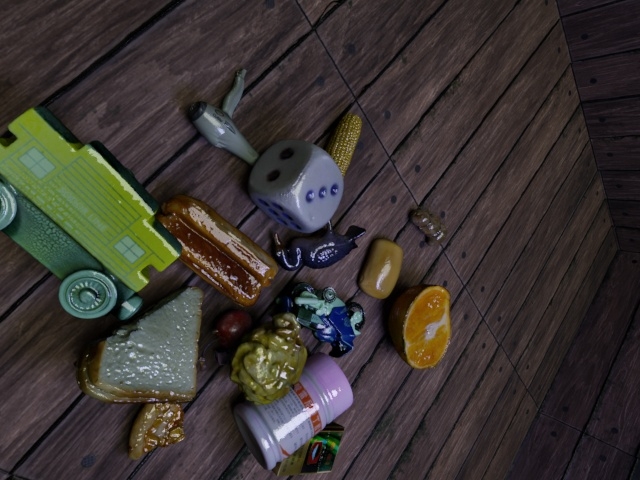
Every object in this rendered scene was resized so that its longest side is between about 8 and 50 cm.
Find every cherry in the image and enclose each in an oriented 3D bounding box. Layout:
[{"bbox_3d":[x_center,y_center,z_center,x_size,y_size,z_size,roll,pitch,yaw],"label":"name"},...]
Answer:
[{"bbox_3d":[-0.260,0.265,1.088,0.225,0.090,0.107,-48,169,-48],"label":"cherry"}]

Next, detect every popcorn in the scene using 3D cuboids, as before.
[{"bbox_3d":[-0.124,0.315,1.078,0.233,0.192,0.266,-17,137,-57],"label":"popcorn"}]

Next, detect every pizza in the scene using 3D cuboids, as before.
[{"bbox_3d":[-0.413,0.489,1.058,0.161,0.062,0.182,46,69,-38],"label":"pizza"}]

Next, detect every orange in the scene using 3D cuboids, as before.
[{"bbox_3d":[0.374,0.307,1.496,0.274,0.274,0.310,-33,150,-28],"label":"orange"}]

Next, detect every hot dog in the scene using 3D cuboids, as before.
[{"bbox_3d":[-0.268,0.027,1.043,0.349,0.117,0.158,41,82,-23],"label":"hot dog"}]

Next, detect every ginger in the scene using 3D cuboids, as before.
[{"bbox_3d":[0.420,-0.055,1.570,0.204,0.080,0.104,40,80,-36],"label":"ginger"}]

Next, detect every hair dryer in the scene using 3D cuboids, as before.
[{"bbox_3d":[-0.216,-0.305,1.076,0.225,0.088,0.219,-56,133,-34],"label":"hair dryer"}]

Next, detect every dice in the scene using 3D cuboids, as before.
[{"bbox_3d":[-0.065,-0.147,1.103,0.192,0.194,0.193,-58,143,-16],"label":"dice"}]

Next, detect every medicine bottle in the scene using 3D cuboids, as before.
[{"bbox_3d":[-0.079,0.499,1.218,0.315,0.202,0.202,-27,113,-30],"label":"medicine bottle"}]

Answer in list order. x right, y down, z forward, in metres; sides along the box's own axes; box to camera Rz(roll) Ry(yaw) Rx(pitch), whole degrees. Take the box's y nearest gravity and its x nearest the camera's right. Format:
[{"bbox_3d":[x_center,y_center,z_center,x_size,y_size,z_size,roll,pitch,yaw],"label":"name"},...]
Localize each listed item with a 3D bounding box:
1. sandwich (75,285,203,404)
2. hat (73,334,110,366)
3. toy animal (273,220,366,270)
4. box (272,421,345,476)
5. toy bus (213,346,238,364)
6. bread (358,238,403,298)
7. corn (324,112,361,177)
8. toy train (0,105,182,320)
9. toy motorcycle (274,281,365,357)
[{"bbox_3d":[-0.389,0.218,0.914,0.254,0.099,0.289,28,47,-40],"label":"sandwich"},{"bbox_3d":[-0.447,0.263,0.984,0.140,0.129,0.227,45,49,-5],"label":"hat"},{"bbox_3d":[0.000,0.000,1.244,0.298,0.122,0.186,0,93,-29],"label":"toy animal"},{"bbox_3d":[-0.042,0.690,1.359,0.240,0.071,0.159,20,83,-37],"label":"box"},{"bbox_3d":[-0.241,0.321,1.171,0.130,0.037,0.052,-6,106,-37],"label":"toy bus"},{"bbox_3d":[0.226,0.102,1.445,0.147,0.098,0.217,22,86,-40],"label":"bread"},{"bbox_3d":[0.056,-0.269,1.258,0.091,0.091,0.260,23,81,4],"label":"corn"},{"bbox_3d":[-0.481,-0.046,0.805,0.272,0.179,0.442,-42,114,-9],"label":"toy train"},{"bbox_3d":[0.012,0.253,1.272,0.331,0.125,0.196,26,67,-33],"label":"toy motorcycle"}]
